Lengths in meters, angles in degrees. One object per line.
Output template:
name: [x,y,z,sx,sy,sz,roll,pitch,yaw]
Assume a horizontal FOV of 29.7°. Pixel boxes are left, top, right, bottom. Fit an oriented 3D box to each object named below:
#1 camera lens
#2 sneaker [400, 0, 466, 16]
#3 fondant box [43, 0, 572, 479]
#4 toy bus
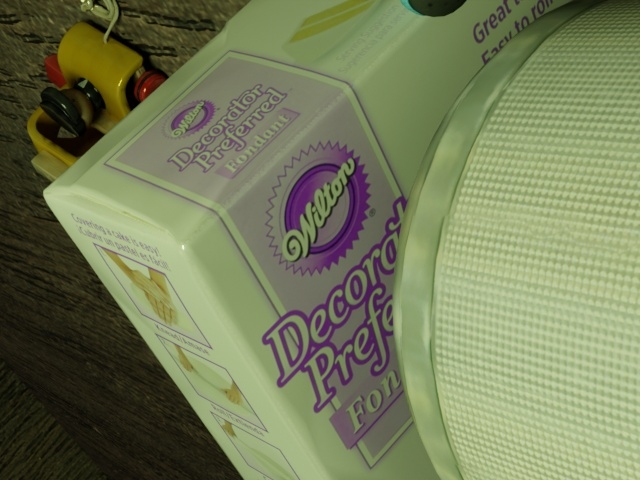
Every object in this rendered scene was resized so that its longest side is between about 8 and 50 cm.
camera lens: [0.175,0.027,0.389,0.274,0.219,0.219,12,142,53]
sneaker: [-0.068,-0.178,0.355,0.340,0.140,0.125,20,-160,-15]
fondant box: [0.061,0.027,0.561,0.096,0.238,0.330,20,149,45]
toy bus: [-0.176,-0.081,0.952,0.202,0.104,0.191,49,157,-13]
